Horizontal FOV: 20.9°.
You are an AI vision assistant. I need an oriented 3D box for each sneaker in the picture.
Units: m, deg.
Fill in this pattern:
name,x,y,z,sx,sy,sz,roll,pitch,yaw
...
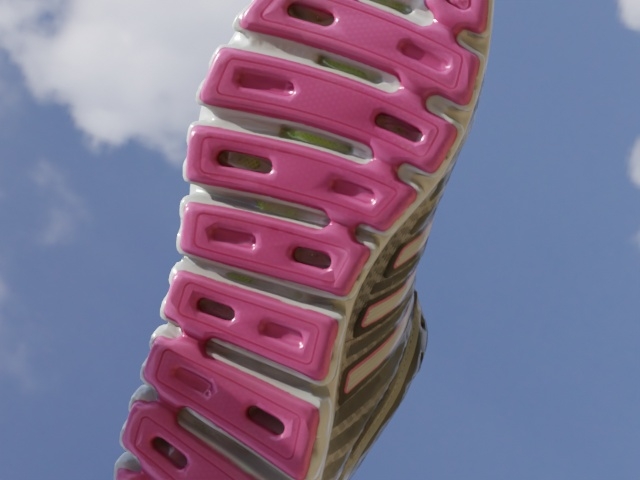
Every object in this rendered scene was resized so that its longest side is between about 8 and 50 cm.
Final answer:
name,x,y,z,sx,sy,sz,roll,pitch,yaw
sneaker,0.000,0.000,0.432,0.075,0.063,0.170,4,-76,-76
